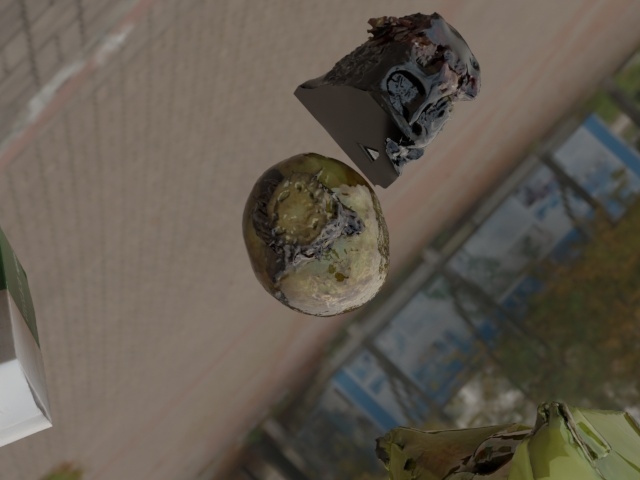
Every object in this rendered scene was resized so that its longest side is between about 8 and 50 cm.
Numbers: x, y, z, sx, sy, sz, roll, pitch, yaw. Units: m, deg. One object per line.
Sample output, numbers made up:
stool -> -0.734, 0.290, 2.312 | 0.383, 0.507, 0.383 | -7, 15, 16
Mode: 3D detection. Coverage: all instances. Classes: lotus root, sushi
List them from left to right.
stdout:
lotus root -> 0.000, 0.000, 1.542 | 0.141, 0.170, 0.314 | -11, 167, 14
sushi -> 0.091, -0.175, 1.578 | 0.150, 0.153, 0.172 | -41, 180, -17

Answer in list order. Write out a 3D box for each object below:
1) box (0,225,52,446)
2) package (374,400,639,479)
box -> -0.289, 0.079, 1.094 | 0.135, 0.199, 0.081 | -21, 131, -4
package -> 0.101, 0.132, 0.544 | 0.090, 0.168, 0.226 | -37, -179, -13
